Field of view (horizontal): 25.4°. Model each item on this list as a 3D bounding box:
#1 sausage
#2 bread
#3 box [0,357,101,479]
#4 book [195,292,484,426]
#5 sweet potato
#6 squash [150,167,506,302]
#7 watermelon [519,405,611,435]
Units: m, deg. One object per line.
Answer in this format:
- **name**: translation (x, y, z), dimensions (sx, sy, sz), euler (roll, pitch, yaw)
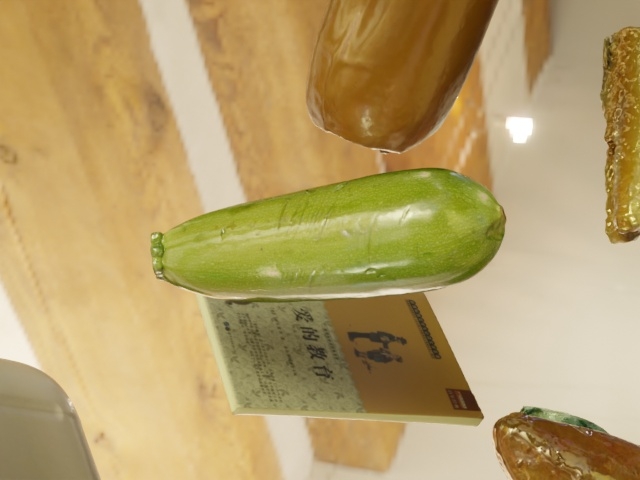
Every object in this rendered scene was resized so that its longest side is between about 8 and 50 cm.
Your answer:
- **sausage**: translation (0.078, -0.207, 0.869), dimensions (0.112, 0.112, 0.328), euler (-35, -33, -62)
- **bread**: translation (0.252, -0.075, 0.943), dimensions (0.127, 0.147, 0.152), euler (-23, -80, -53)
- **box**: translation (-0.304, 0.259, 1.288), dimensions (0.288, 0.141, 0.349), euler (19, -140, -56)
- **book**: translation (0.010, 0.068, 0.901), dimensions (0.012, 0.172, 0.118), euler (-64, 33, 35)
- **sweet potato**: translation (0.212, 0.181, 0.892), dimensions (0.097, 0.251, 0.097), euler (-59, 5, 9)
- **squash**: translation (0.000, 0.000, 0.763), dimensions (0.066, 0.201, 0.066), euler (-5, -90, -72)
- **watermelon**: translation (0.209, 0.176, 1.202), dimensions (0.061, 0.085, 0.085), euler (17, -100, -68)
